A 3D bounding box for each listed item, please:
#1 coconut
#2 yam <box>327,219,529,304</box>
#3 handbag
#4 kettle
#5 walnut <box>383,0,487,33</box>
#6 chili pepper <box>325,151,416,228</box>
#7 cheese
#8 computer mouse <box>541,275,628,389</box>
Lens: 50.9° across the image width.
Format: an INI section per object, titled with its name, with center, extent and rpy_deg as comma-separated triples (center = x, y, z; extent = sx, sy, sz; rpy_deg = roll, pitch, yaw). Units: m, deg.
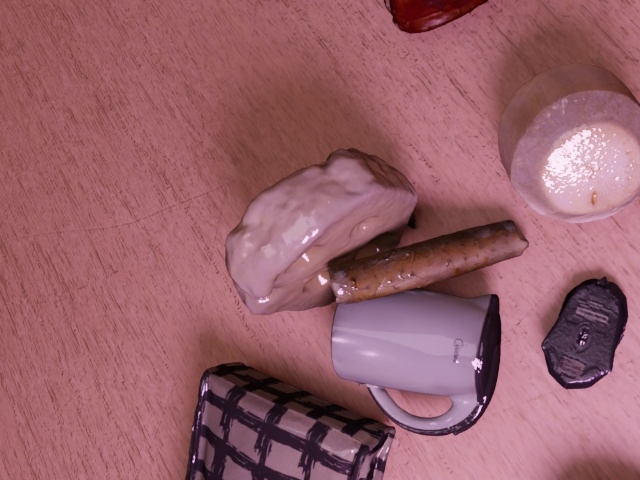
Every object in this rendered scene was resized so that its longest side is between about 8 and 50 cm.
[coconut]
center = 0.355, -0.139, 0.946
extent = 0.202, 0.222, 0.202
rpy_deg = 3, 121, 5
[yam]
center = 0.162, 0.031, 1.002
extent = 0.317, 0.067, 0.071
rpy_deg = -14, 56, -11
[handbag]
center = -0.069, 0.403, 1.100
extent = 0.325, 0.162, 0.327
rpy_deg = 17, 97, 28
[kettle]
center = 0.150, 0.179, 1.020
extent = 0.236, 0.161, 0.221
rpy_deg = 6, 83, 23
[walnut]
center = 0.193, -0.483, 1.068
extent = 0.269, 0.221, 0.244
rpy_deg = -29, 40, 28
[chili pepper]
center = 0.093, -0.095, 1.143
extent = 0.201, 0.052, 0.050
rpy_deg = 37, 85, 24
[cheese]
center = 0.000, 0.000, 1.032
extent = 0.318, 0.326, 0.115
rpy_deg = -30, 64, -21
[computer mouse]
center = 0.385, 0.136, 0.972
extent = 0.099, 0.057, 0.172
rpy_deg = 20, 81, 28
